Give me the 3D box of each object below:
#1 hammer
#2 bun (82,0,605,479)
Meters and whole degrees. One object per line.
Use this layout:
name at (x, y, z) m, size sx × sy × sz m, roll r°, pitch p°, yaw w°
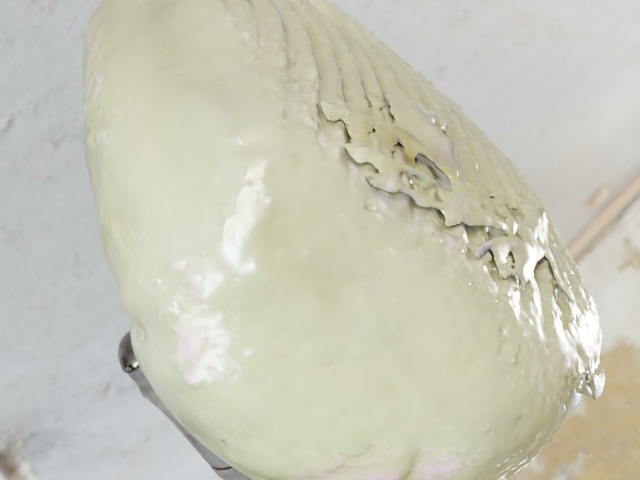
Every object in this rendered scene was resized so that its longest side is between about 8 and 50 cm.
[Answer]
hammer at (-0.029, 0.216, 0.862) m, size 0.044 × 0.152 × 0.427 m, roll -29°, pitch 128°, yaw 4°
bun at (-0.002, 0.000, 0.499) m, size 0.168 × 0.273 × 0.273 m, roll -42°, pitch 159°, yaw 21°
